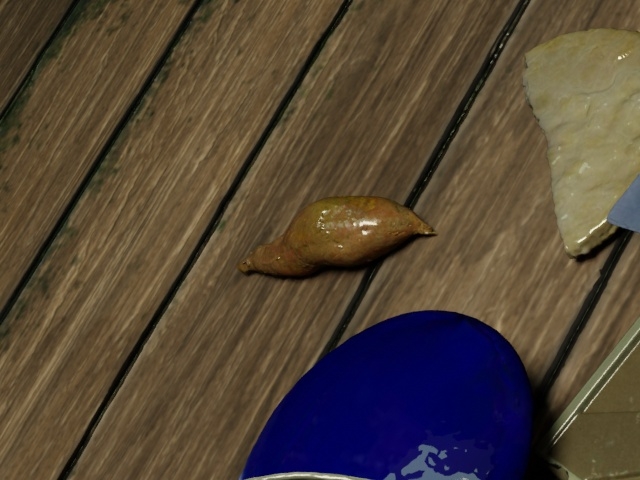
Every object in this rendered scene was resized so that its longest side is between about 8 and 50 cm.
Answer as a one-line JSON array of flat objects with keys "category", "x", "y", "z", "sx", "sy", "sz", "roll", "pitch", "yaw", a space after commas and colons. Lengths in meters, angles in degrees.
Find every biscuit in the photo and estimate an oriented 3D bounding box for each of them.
[{"category": "biscuit", "x": 0.234, "y": -0.100, "z": 1.602, "sx": 0.133, "sy": 0.032, "sz": 0.250, "roll": -31, "pitch": 38, "yaw": 23}]

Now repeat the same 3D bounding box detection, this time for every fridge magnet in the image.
[{"category": "fridge magnet", "x": 0.050, "y": 0.172, "z": 1.471, "sx": 0.265, "sy": 0.112, "sz": 0.265, "roll": -27, "pitch": 41, "yaw": 26}]

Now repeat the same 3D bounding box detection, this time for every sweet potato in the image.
[{"category": "sweet potato", "x": -0.003, "y": -0.004, "z": 1.734, "sx": 0.226, "sy": 0.068, "sz": 0.068, "roll": -14, "pitch": 48, "yaw": 39}]

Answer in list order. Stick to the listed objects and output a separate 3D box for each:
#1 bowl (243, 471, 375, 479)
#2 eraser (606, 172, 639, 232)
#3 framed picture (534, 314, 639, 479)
[{"category": "bowl", "x": 0.033, "y": 0.281, "z": 1.292, "sx": 0.337, "sy": 0.337, "sz": 0.157, "roll": -30, "pitch": 5, "yaw": 24}, {"category": "eraser", "x": 0.310, "y": -0.081, "z": 1.483, "sx": 0.225, "sy": 0.036, "sz": 0.082, "roll": -51, "pitch": 35, "yaw": -13}, {"category": "framed picture", "x": 0.291, "y": 0.128, "z": 1.340, "sx": 0.211, "sy": 0.020, "sz": 0.289, "roll": -51, "pitch": 36, "yaw": -4}]
